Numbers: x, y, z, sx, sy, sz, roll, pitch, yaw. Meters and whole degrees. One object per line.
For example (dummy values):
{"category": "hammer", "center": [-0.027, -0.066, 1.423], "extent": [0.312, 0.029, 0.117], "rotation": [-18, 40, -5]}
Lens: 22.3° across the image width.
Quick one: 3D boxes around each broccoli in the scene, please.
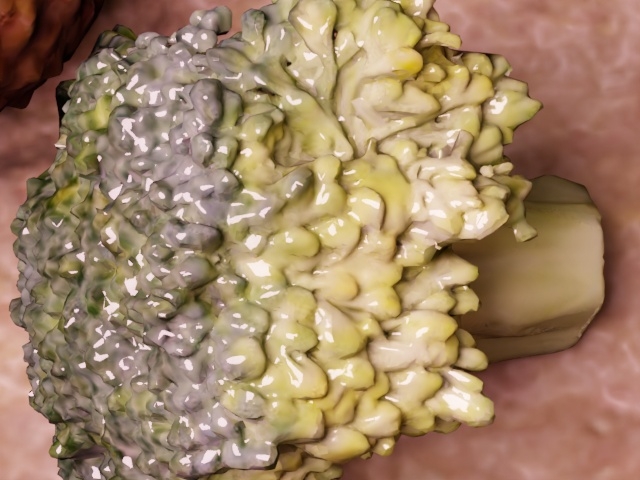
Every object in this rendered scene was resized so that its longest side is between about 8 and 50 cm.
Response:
{"category": "broccoli", "center": [0.000, 0.000, 0.656], "extent": [0.243, 0.247, 0.263], "rotation": [0, 117, -21]}

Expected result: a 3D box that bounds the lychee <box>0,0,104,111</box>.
{"category": "lychee", "center": [-0.219, -0.151, 0.676], "extent": [0.267, 0.267, 0.267], "rotation": [-2, 75, 9]}
